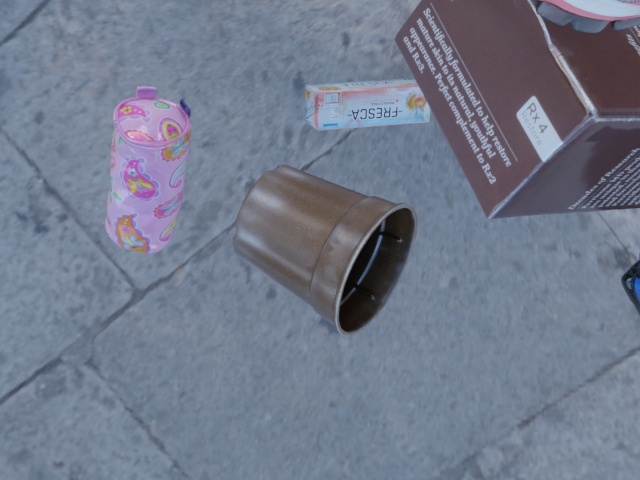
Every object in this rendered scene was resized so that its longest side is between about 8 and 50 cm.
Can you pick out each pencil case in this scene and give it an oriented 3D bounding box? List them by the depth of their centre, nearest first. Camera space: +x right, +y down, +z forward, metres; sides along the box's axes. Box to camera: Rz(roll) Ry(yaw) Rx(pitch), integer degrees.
[{"bbox_3d":[-0.275,-0.104,1.643,0.124,0.124,0.284,19,139,2],"label":"pencil case"}]

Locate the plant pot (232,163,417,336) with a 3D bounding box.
[{"bbox_3d":[0.000,0.000,1.206,0.165,0.167,0.167,28,110,24],"label":"plant pot"}]

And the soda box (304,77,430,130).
[{"bbox_3d":[0.070,-0.203,1.548,0.183,0.063,0.058,-6,112,-18],"label":"soda box"}]

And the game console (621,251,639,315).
[{"bbox_3d":[0.470,0.100,1.145,0.173,0.250,0.293,-43,117,-13],"label":"game console"}]

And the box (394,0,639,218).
[{"bbox_3d":[0.273,-0.136,0.888,0.143,0.381,0.191,-48,55,43],"label":"box"}]

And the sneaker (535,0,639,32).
[{"bbox_3d":[0.097,-0.159,0.387,0.314,0.136,0.116,4,84,-28],"label":"sneaker"}]
